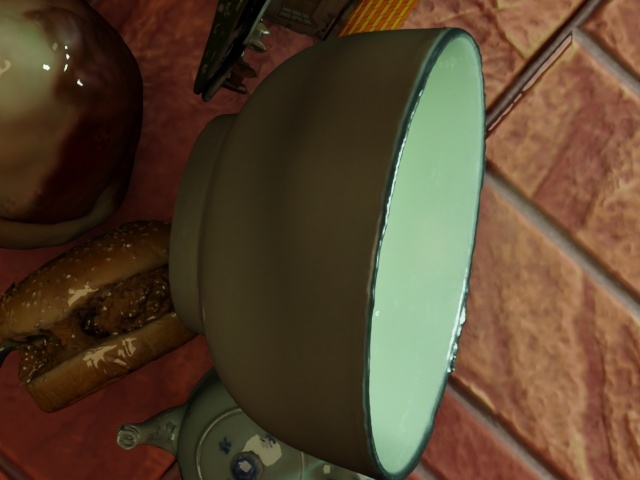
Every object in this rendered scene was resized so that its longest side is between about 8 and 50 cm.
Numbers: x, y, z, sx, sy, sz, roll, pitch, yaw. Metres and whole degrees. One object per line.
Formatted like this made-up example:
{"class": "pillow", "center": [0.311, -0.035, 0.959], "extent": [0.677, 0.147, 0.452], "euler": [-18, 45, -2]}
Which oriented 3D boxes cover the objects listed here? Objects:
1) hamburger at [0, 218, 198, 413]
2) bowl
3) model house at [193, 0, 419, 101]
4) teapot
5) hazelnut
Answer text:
{"class": "hamburger", "center": [-0.174, 0.056, 1.609], "extent": [0.182, 0.191, 0.118], "euler": [-34, 99, -20]}
{"class": "bowl", "center": [0.000, 0.000, 1.514], "extent": [0.185, 0.354, 0.354], "euler": [9, 96, 16]}
{"class": "model house", "center": [0.028, -0.224, 1.523], "extent": [0.154, 0.207, 0.294], "euler": [21, 140, -13]}
{"class": "teapot", "center": [-0.046, 0.176, 1.625], "extent": [0.232, 0.159, 0.159], "euler": [11, 96, 7]}
{"class": "hazelnut", "center": [-0.260, -0.120, 1.604], "extent": [0.261, 0.261, 0.241], "euler": [16, 66, 6]}
